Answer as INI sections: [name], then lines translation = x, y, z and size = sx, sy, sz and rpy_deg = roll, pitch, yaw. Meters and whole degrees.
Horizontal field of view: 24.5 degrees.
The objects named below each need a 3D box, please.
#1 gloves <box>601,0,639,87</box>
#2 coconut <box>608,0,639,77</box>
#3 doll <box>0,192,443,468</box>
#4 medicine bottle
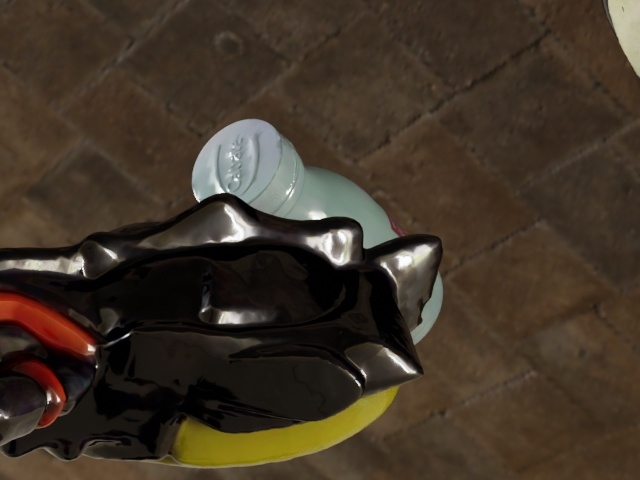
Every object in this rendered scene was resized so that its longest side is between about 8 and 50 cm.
[gloves]
translation = 0.253, -0.207, 0.970
size = 0.152, 0.197, 0.301
rpy_deg = -10, 122, 15
[coconut]
translation = 0.271, -0.166, 0.716
size = 0.239, 0.239, 0.244
rpy_deg = 32, 166, -6
[doll]
translation = -0.067, 0.032, 0.468
size = 0.127, 0.249, 0.088
rpy_deg = 56, 138, 32
[medicine bottle]
translation = 0.000, 0.000, 0.993
size = 0.090, 0.090, 0.217
rpy_deg = -4, 151, 31
